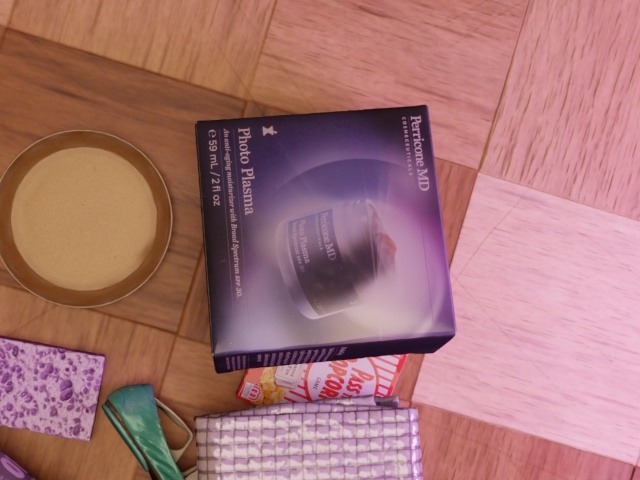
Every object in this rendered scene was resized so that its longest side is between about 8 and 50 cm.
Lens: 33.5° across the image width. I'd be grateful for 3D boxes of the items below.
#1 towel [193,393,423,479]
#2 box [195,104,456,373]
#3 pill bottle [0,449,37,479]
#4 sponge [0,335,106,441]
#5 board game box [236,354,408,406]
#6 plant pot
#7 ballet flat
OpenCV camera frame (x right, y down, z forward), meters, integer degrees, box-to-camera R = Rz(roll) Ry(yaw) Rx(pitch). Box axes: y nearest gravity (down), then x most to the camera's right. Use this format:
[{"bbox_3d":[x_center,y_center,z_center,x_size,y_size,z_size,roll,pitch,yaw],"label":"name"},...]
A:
[{"bbox_3d":[-0.013,0.321,1.347,0.284,0.121,0.235,-4,79,-6],"label":"towel"},{"bbox_3d":[0.000,0.000,1.338,0.294,0.183,0.296,-5,77,-6],"label":"box"},{"bbox_3d":[-0.414,0.367,1.348,0.283,0.161,0.161,41,88,-4],"label":"pill bottle"},{"bbox_3d":[-0.398,0.191,1.412,0.210,0.031,0.117,11,90,-5],"label":"sponge"},{"bbox_3d":[0.002,0.178,1.436,0.194,0.045,0.146,22,89,-4],"label":"board game box"},{"bbox_3d":[-0.315,-0.029,1.416,0.236,0.032,0.236,0,91,-4],"label":"plant pot"},{"bbox_3d":[-0.196,0.297,1.407,0.087,0.083,0.247,-29,95,-18],"label":"ballet flat"}]
